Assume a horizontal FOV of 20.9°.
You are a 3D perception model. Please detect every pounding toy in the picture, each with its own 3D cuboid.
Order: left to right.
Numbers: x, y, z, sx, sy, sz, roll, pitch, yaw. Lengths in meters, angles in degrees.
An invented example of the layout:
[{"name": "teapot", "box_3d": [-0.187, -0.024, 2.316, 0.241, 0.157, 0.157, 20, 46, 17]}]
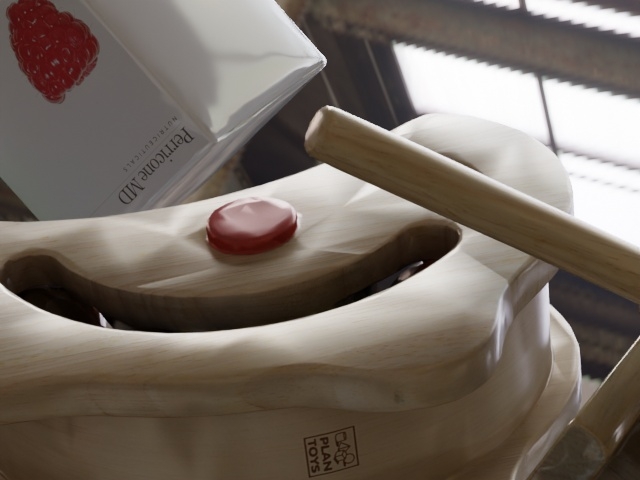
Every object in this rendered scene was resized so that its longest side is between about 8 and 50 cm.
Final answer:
[{"name": "pounding toy", "box_3d": [0.000, 0.000, 0.522, 0.270, 0.154, 0.154, -3, -150, 7]}]

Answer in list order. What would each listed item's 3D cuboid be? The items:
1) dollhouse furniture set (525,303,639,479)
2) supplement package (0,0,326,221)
[{"name": "dollhouse furniture set", "box_3d": [0.164, 0.084, 0.408, 0.212, 0.242, 0.161, 38, -135, 12]}, {"name": "supplement package", "box_3d": [-0.177, -0.161, 1.265, 0.293, 0.175, 0.177, 48, -53, 0]}]
